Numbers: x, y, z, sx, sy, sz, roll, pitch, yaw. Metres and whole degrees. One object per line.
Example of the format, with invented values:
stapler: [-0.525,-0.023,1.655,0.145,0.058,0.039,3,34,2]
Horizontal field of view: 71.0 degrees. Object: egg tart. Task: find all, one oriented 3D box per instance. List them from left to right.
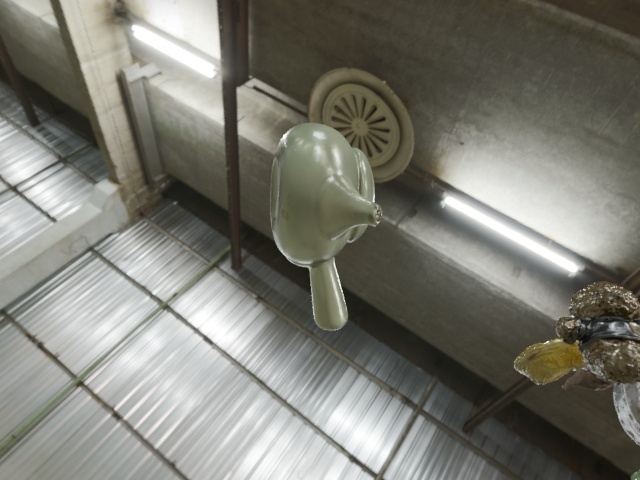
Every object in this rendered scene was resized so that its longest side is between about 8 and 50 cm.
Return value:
egg tart: [0.733,0.385,1.402,0.232,0.098,0.252,23,-46,-36]

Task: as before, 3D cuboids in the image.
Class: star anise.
star anise: [0.839,0.349,1.233,0.293,0.109,0.349,-1,-37,-4]

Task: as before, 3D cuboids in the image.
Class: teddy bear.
teddy bear: [0.473,0.162,0.712,0.182,0.251,0.129,9,-61,10]

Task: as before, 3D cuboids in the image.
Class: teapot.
teapot: [-0.005,-0.024,0.703,0.149,0.220,0.318,2,-40,-10]

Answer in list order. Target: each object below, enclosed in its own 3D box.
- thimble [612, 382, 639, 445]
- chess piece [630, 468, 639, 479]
thimble: [0.681,0.297,0.838,0.217,0.245,0.157,-15,-35,13]
chess piece: [0.828,0.505,0.953,0.139,0.139,0.271,42,-66,1]
